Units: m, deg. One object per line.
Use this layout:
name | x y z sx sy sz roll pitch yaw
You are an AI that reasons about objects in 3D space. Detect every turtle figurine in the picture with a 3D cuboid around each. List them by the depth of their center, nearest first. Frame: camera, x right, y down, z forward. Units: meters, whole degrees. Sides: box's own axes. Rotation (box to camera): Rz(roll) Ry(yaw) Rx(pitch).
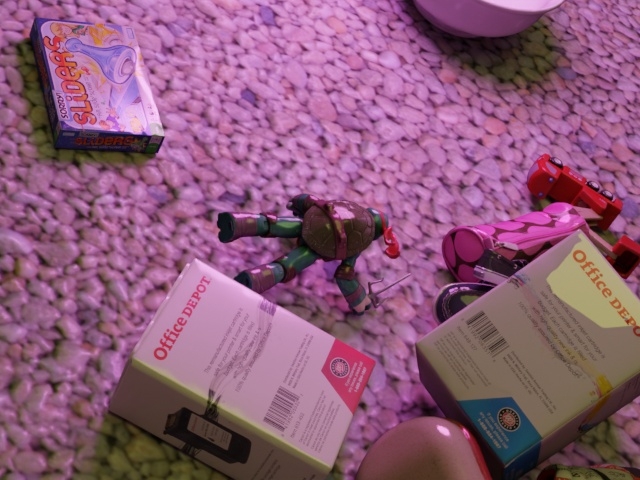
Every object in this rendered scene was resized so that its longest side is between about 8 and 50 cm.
turtle figurine | 0.000 0.000 1.637 0.234 0.118 0.175 -9 56 -27

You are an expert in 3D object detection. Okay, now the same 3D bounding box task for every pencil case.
pencil case | 0.266 0.003 1.782 0.209 0.098 0.095 -16 72 -37

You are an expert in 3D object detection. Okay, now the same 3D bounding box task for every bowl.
bowl | 0.235 -0.415 2.123 0.298 0.134 0.297 15 45 -15

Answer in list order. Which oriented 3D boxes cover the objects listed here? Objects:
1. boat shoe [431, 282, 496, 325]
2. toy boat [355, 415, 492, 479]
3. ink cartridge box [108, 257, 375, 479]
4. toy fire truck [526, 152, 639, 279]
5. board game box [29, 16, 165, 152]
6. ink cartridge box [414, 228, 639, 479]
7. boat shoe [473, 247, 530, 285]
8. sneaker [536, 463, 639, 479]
boat shoe | 0.259 0.125 1.666 0.255 0.079 0.095 30 86 -8
toy boat | 0.139 0.302 1.435 0.151 0.151 0.231 29 33 -49
ink cartridge box | -0.083 0.154 1.453 0.237 0.100 0.172 30 43 -2
toy fire truck | 0.370 -0.037 1.893 0.192 0.047 0.135 33 31 2
board game box | -0.286 -0.198 1.714 0.136 0.035 0.201 1 51 -28
ink cartridge box | 0.250 0.139 1.523 0.233 0.168 0.171 -33 69 -6
boat shoe | 0.248 0.043 1.689 0.142 0.040 0.049 17 2 -43
sneaker | 0.335 0.315 1.468 0.145 0.090 0.270 6 10 -19
